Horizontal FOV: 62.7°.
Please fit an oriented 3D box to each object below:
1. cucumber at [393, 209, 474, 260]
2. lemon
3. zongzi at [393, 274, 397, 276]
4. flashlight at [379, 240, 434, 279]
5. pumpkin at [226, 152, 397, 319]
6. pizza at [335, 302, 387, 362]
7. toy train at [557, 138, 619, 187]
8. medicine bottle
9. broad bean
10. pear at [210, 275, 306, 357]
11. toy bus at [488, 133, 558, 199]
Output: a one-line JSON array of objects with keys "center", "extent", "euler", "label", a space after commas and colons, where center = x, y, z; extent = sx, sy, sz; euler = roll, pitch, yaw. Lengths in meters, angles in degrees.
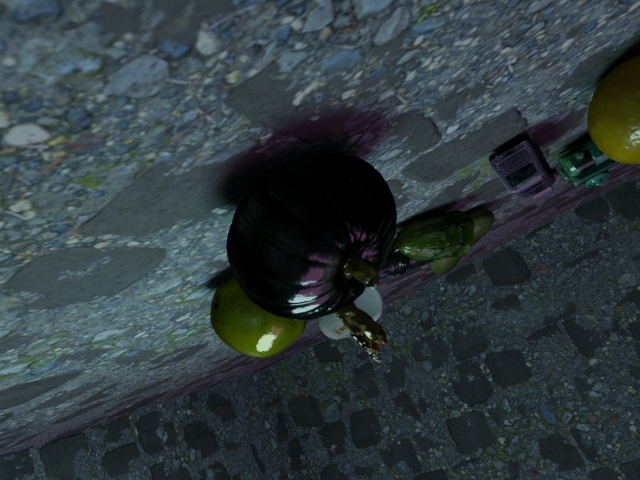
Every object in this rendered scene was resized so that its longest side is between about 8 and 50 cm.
[{"center": [0.277, -0.004, 1.361], "extent": [0.245, 0.134, 0.134], "euler": [-11, 160, -36], "label": "cucumber"}, {"center": [0.571, -0.227, 0.918], "extent": [0.188, 0.188, 0.257], "euler": [-27, 164, 6], "label": "lemon"}, {"center": [0.291, 0.046, 1.705], "extent": [0.154, 0.062, 0.130], "euler": [-28, 155, -16], "label": "zongzi"}, {"center": [0.127, 0.084, 1.469], "extent": [0.424, 0.103, 0.103], "euler": [-20, 165, -16], "label": "flashlight"}, {"center": [0.000, 0.000, 0.728], "extent": [0.250, 0.216, 0.249], "euler": [-34, 141, -32], "label": "pumpkin"}, {"center": [0.031, 0.110, 1.109], "extent": [0.074, 0.287, 0.251], "euler": [-42, 145, -2], "label": "pizza"}, {"center": [0.753, -0.246, 1.327], "extent": [0.298, 0.120, 0.194], "euler": [-31, 158, 19], "label": "toy train"}, {"center": [0.096, 0.254, 1.863], "extent": [0.170, 0.170, 0.293], "euler": [-19, 164, -25], "label": "medicine bottle"}, {"center": [0.421, -0.010, 1.636], "extent": [0.263, 0.121, 0.189], "euler": [-48, 153, 20], "label": "broad bean"}, {"center": [-0.123, 0.146, 1.077], "extent": [0.198, 0.198, 0.198], "euler": [-24, 166, -6], "label": "pear"}, {"center": [0.443, -0.150, 1.133], "extent": [0.096, 0.108, 0.199], "euler": [-33, 164, 27], "label": "toy bus"}]
